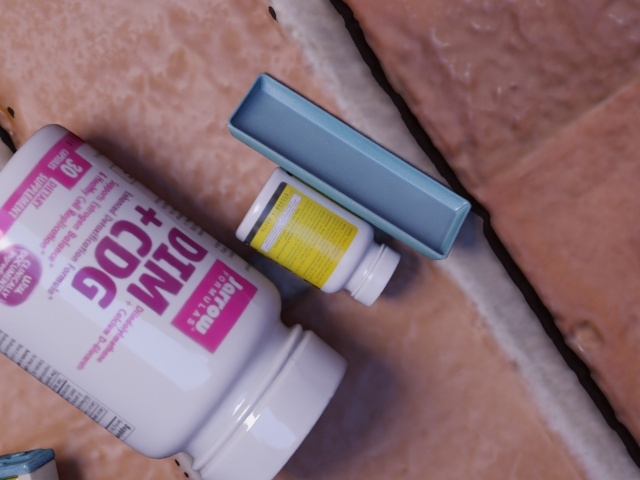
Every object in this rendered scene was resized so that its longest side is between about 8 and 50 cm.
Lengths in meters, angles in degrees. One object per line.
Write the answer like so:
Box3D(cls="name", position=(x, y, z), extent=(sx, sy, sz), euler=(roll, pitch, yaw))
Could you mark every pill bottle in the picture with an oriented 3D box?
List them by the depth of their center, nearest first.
Box3D(cls="pill bottle", position=(-0.131, 0.058, 1.213), extent=(0.283, 0.160, 0.160), euler=(37, 98, -4))
Box3D(cls="pill bottle", position=(0.000, 0.000, 1.248), extent=(0.116, 0.065, 0.065), euler=(32, 98, -2))

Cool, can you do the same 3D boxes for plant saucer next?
Box3D(cls="plant saucer", position=(0.021, -0.053, 1.246), extent=(0.192, 0.067, 0.018), euler=(32, 138, -3))

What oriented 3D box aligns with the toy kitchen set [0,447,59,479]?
Box3D(cls="toy kitchen set", position=(-0.313, 0.201, 1.205), extent=(0.166, 0.207, 0.122), euler=(-13, 99, 24))
